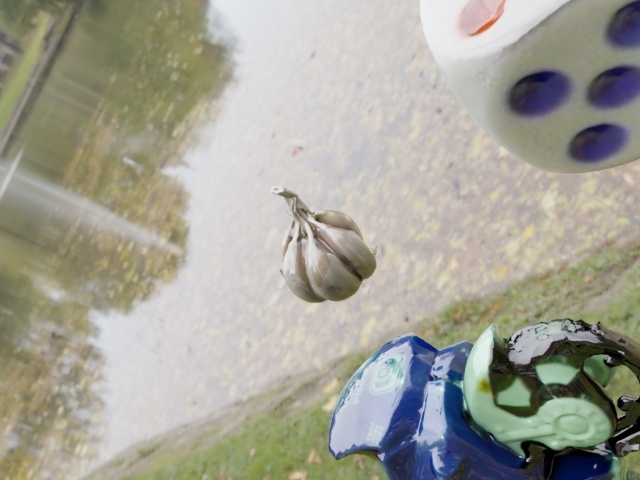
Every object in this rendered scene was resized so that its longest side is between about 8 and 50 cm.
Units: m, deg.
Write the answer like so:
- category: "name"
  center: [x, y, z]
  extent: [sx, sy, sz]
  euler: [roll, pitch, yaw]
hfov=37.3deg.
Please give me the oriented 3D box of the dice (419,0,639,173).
- category: "dice"
  center: [0.325, -0.273, 1.151]
  extent: [0.304, 0.304, 0.277]
  euler: [-34, 43, 31]

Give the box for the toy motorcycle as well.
- category: "toy motorcycle"
  center: [0.111, 0.167, 0.600]
  extent: [0.125, 0.196, 0.331]
  euler: [-66, -25, -44]

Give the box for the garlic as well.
- category: "garlic"
  center: [0.000, 0.000, 1.290]
  extent: [0.131, 0.194, 0.127]
  euler: [-18, 32, 22]
